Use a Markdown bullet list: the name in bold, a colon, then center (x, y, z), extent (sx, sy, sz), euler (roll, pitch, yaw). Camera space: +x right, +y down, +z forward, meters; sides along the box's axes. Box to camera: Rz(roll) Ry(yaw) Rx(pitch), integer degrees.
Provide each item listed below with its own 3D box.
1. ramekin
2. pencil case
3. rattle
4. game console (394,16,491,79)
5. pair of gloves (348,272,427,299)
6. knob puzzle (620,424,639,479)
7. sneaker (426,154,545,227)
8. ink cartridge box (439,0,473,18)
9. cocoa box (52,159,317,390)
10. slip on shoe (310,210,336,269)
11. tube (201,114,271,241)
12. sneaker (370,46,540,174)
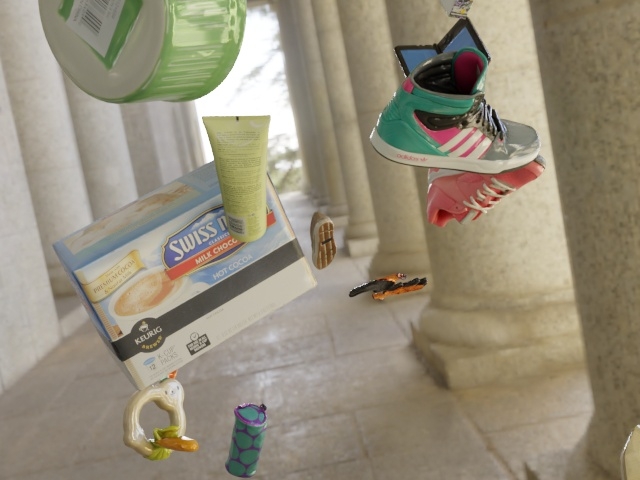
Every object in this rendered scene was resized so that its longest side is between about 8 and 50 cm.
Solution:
- **ramekin**: center (-0.268, -0.341, 1.290), extent (0.303, 0.304, 0.148), euler (-6, 12, 37)
- **pencil case**: center (-0.142, 0.381, 1.698), extent (0.064, 0.152, 0.070), euler (-7, 36, -30)
- **rattle**: center (-0.260, 0.276, 1.563), extent (0.143, 0.130, 0.200), euler (-42, 23, 51)
- **game console**: center (0.212, -0.327, 1.560), extent (0.085, 0.144, 0.124), euler (20, -53, -33)
- **pair of gloves**: center (0.077, 0.054, 1.006), extent (0.074, 0.010, 0.083), euler (-21, -20, 34)
- **knob puzzle**: center (0.433, 0.315, 1.087), extent (0.213, 0.213, 0.030), euler (-17, -29, -45)
- **sneaker**: center (0.315, -0.094, 1.724), extent (0.115, 0.136, 0.314), euler (24, -19, -24)
- **ink cartridge box**: center (0.187, -0.350, 1.140), extent (0.029, 0.115, 0.063), euler (3, 46, -21)
- **cocoa box**: center (-0.228, 0.039, 1.484), extent (0.347, 0.228, 0.231), euler (-30, 22, -16)
- **slip on shoe**: center (0.000, 0.000, 1.758), extent (0.051, 0.135, 0.041), euler (-26, 50, -19)
- **tube**: center (-0.110, -0.093, 1.270), extent (0.070, 0.240, 0.062), euler (-37, 61, -24)
- **sneaker**: center (0.238, -0.208, 1.384), extent (0.295, 0.178, 0.124), euler (0, 46, -22)
